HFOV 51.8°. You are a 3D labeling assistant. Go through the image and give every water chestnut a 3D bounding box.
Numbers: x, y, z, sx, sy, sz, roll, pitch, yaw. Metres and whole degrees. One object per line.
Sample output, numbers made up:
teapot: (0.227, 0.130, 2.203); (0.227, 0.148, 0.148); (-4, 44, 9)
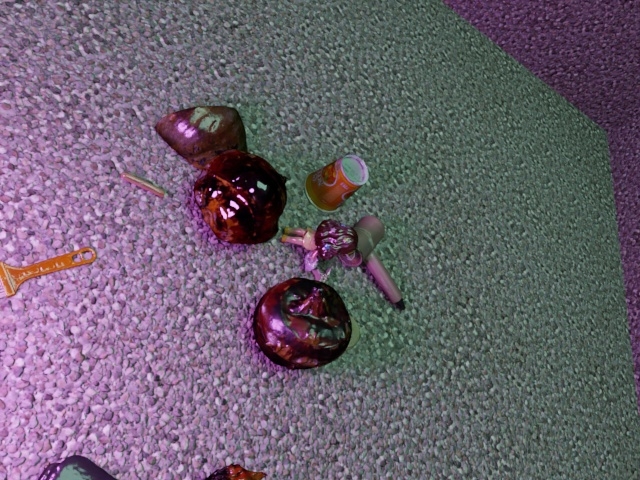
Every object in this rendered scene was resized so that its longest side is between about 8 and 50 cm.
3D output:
water chestnut: (-0.037, 0.225, 1.883); (0.300, 0.300, 0.299); (18, 58, -31)
water chestnut: (-0.223, -0.130, 1.935); (0.288, 0.289, 0.244); (69, 16, 10)

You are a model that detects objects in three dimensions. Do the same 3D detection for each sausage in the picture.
sausage: (-0.503, -0.159, 1.870); (0.132, 0.024, 0.024); (27, 54, -27)

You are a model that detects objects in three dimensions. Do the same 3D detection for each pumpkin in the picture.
pumpkin: (-0.324, -0.307, 2.008); (0.312, 0.148, 0.169); (-7, 69, -36)

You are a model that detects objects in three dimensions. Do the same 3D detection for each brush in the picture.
brush: (-0.692, 0.071, 1.612); (0.315, 0.017, 0.090); (-20, 85, -43)

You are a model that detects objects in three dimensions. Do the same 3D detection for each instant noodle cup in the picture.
instant noodle cup: (0.063, -0.201, 2.233); (0.169, 0.185, 0.168); (17, 59, -31)

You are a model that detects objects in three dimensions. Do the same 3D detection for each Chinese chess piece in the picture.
Chinese chess piece: (0.067, 0.289, 2.085); (0.122, 0.051, 0.122); (16, 61, -30)

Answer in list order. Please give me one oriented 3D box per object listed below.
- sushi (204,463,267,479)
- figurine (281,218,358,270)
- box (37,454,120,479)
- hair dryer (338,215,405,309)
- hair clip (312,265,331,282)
sushi: (-0.187, 0.712, 1.555); (0.196, 0.182, 0.343); (-19, 82, -59)
figurine: (0.002, 0.000, 2.098); (0.115, 0.240, 0.174); (73, 24, -49)
box: (-0.507, 0.687, 1.400); (0.350, 0.091, 0.359); (39, 50, -16)
hair dryer: (0.204, 0.095, 2.277); (0.344, 0.107, 0.189); (57, 44, -13)
hair clip: (-0.013, 0.174, 2.089); (0.072, 0.034, 0.225); (26, 56, -22)
